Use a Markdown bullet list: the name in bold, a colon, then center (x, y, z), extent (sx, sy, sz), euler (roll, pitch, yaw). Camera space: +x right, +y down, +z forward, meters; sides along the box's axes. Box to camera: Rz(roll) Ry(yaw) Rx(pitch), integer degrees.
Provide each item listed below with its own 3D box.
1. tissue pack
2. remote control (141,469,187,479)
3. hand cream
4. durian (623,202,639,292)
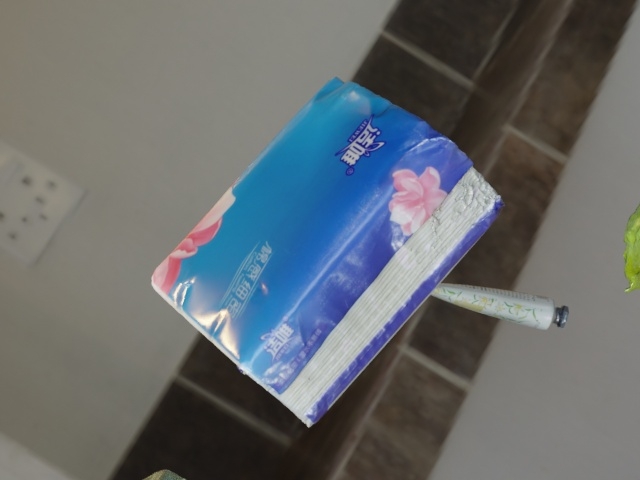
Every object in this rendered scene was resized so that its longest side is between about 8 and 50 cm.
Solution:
- **tissue pack**: center (0.000, 0.000, 1.175), extent (0.270, 0.137, 0.209), euler (-47, 42, -5)
- **remote control**: center (-0.192, 0.312, 1.058), extent (0.128, 0.065, 0.335), euler (-61, 0, 25)
- **hand cream**: center (0.218, 0.079, 1.660), extent (0.067, 0.194, 0.042), euler (169, 112, -87)
- **durian**: center (0.443, -0.023, 1.257), extent (0.340, 0.256, 0.204), euler (-57, -2, -42)
